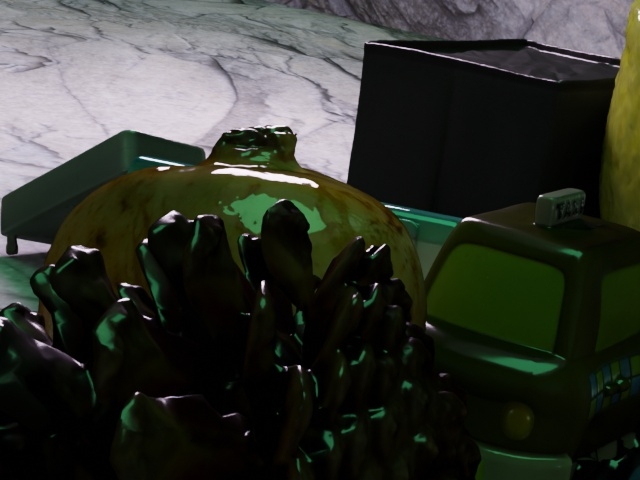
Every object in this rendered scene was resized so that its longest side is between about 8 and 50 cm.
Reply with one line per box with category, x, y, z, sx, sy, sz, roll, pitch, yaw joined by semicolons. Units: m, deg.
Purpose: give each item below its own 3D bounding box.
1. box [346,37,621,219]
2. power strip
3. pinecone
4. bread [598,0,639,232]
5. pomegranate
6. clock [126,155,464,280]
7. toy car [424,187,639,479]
box;0.228;-0.107;1.739;0.251;0.205;0.345;18;17;36
power strip;-0.171;-0.031;1.374;0.145;0.061;0.215;10;-20;-39
pinecone;-0.074;0.105;0.694;0.292;0.246;0.246;-4;9;23
bread;0.444;-0.090;1.536;0.348;0.308;0.348;10;26;-5
pomegranate;-0.051;0.047;0.918;0.248;0.248;0.248;7;14;-2
clock;-0.010;0.029;1.220;0.262;0.116;0.231;13;-7;14
toy car;0.152;0.063;1.033;0.204;0.198;0.248;17;16;34
